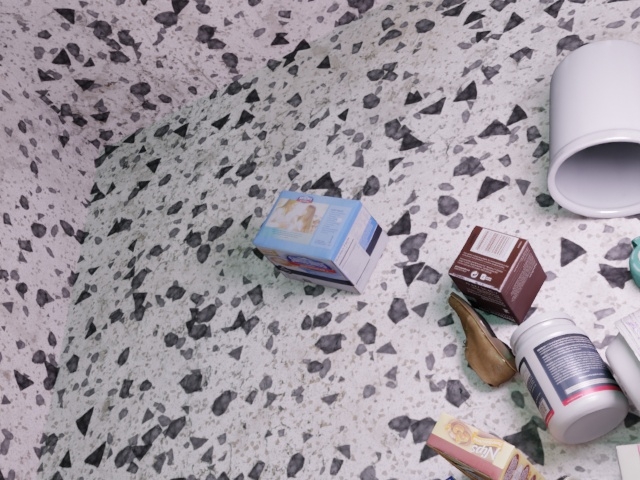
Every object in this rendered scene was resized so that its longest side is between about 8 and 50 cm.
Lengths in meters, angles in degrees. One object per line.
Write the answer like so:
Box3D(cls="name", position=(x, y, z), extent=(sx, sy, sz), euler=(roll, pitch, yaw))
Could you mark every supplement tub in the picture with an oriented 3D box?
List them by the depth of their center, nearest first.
Box3D(cls="supplement tub", position=(0.587, 0.325, 1.656), extent=(0.191, 0.191, 0.272), euler=(-30, 46, 13))

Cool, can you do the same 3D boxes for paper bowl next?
Box3D(cls="paper bowl", position=(0.736, 0.295, 1.510), extent=(0.148, 0.284, 0.284), euler=(-32, 45, 15))

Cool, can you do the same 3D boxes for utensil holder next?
Box3D(cls="utensil holder", position=(0.793, -0.311, 1.904), extent=(0.327, 0.328, 0.386), euler=(-9, 52, 29))

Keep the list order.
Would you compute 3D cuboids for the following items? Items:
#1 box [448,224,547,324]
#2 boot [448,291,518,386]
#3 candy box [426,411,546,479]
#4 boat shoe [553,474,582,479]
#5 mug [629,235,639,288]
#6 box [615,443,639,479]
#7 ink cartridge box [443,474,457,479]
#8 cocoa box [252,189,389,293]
Box3D(cls="box", position=(0.486, 0.094, 1.892), extent=(0.168, 0.203, 0.167), euler=(19, 70, 42))
Box3D(cls="boot", position=(0.419, 0.264, 1.888), extent=(0.115, 0.112, 0.305), euler=(-44, 46, 13))
Box3D(cls="candy box", position=(0.388, 0.510, 1.566), extent=(0.182, 0.316, 0.088), euler=(18, 70, 41))
Box3D(cls="boat shoe", position=(0.516, 0.636, 1.549), extent=(0.233, 0.084, 0.079), euler=(-56, 8, -20))
Box3D(cls="mug", position=(0.839, 0.056, 1.752), extent=(0.157, 0.097, 0.129), euler=(24, 74, 43))
Box3D(cls="box", position=(0.757, 0.497, 1.439), extent=(0.232, 0.148, 0.127), euler=(-15, 51, 26))
Box3D(cls="ink cartridge box", position=(0.322, 0.663, 1.602), extent=(0.097, 0.046, 0.207), euler=(-34, 45, 4))
Box3D(cls="cocoa box", position=(0.000, 0.000, 2.281), extent=(0.347, 0.228, 0.232), euler=(11, 64, 39))
